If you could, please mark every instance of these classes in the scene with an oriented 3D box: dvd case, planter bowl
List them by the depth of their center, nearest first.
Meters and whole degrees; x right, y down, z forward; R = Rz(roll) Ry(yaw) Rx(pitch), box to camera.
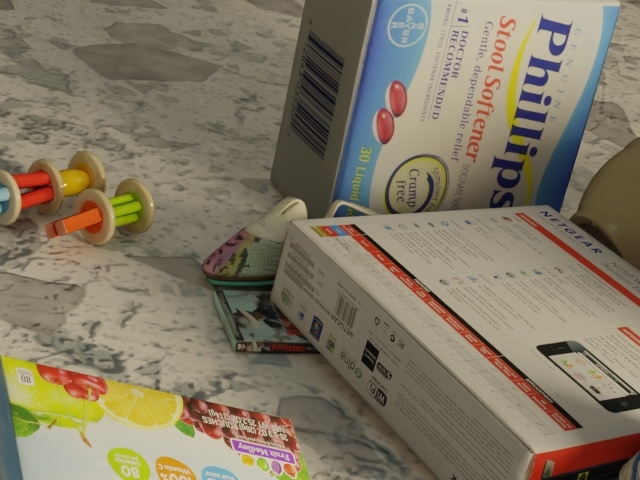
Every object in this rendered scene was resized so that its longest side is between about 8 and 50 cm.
[{"bbox_3d":[-0.026,0.070,1.179,0.119,0.013,0.087,2,27,-18],"label":"dvd case"},{"bbox_3d":[0.312,-0.008,1.349,0.109,0.162,0.162,-29,41,-17],"label":"planter bowl"}]

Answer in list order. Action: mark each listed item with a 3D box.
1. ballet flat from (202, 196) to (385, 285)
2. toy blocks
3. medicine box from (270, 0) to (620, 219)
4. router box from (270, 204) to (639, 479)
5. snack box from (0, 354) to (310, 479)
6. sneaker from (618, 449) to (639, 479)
[{"bbox_3d":[0.000,0.000,1.257,0.221,0.079,0.077,1,18,-21],"label":"ballet flat"},{"bbox_3d":[-0.244,-0.031,1.245,0.123,0.054,0.148,29,30,33],"label":"toy blocks"},{"bbox_3d":[0.123,-0.151,1.409,0.289,0.263,0.149,-3,30,-28],"label":"medicine box"},{"bbox_3d":[0.172,0.088,1.130,0.301,0.082,0.335,-4,31,-34],"label":"router box"},{"bbox_3d":[-0.090,0.167,0.769,0.207,0.070,0.174,18,35,-35],"label":"snack box"},{"bbox_3d":[0.295,0.218,0.833,0.130,0.147,0.330,-1,42,-24],"label":"sneaker"}]
